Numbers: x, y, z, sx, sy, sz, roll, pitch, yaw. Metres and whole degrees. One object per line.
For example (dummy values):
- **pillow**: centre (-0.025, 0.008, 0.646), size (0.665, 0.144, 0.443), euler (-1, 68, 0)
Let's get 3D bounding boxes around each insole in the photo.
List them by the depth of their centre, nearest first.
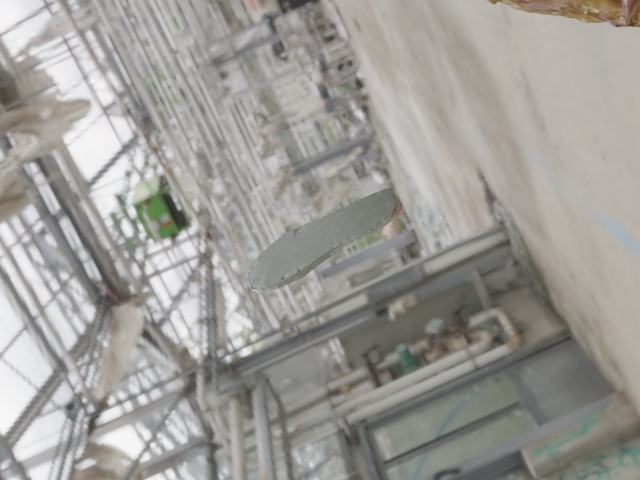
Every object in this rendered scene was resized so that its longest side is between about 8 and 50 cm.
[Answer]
- **insole**: centre (0.000, 0.000, 1.029), size (0.010, 0.192, 0.063), euler (40, -148, -44)

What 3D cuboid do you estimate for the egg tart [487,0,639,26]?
- **egg tart**: centre (0.287, -0.343, 0.855), size (0.443, 0.443, 0.178), euler (61, -147, -69)
